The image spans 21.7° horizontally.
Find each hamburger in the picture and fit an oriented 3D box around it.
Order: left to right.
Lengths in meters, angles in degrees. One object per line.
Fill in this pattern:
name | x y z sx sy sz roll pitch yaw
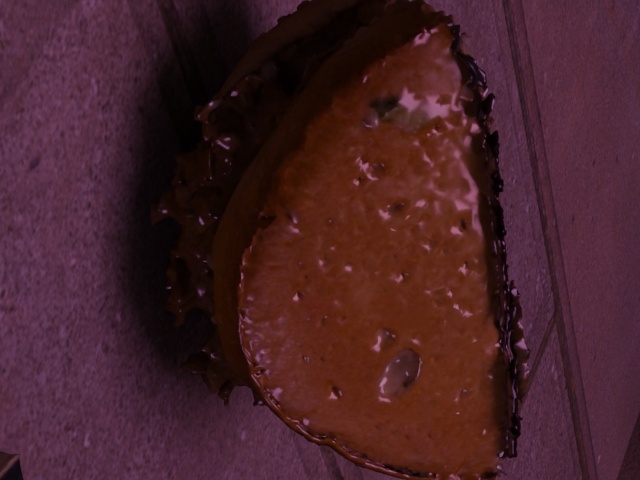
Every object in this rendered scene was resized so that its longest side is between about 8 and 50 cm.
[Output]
hamburger | 0.000 0.000 1.421 0.268 0.287 0.445 -121 -160 -59

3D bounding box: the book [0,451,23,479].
book | -0.294 0.360 1.165 0.374 0.028 0.262 -53 145 -48
